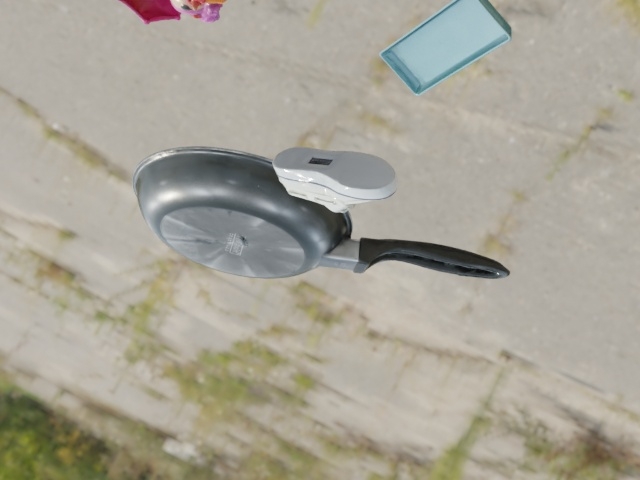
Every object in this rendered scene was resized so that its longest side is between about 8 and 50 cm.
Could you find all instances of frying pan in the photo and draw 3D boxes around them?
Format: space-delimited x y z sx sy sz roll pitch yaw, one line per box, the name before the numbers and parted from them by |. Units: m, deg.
frying pan | -0.018 0.007 1.132 0.326 0.053 0.197 27 151 -25

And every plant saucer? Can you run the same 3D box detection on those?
plant saucer | 0.132 -0.209 1.348 0.067 0.018 0.192 47 152 -9

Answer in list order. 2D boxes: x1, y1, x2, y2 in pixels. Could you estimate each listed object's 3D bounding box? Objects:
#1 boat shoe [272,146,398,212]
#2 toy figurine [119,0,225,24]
boat shoe | 0.012 -0.036 0.842 0.100 0.035 0.035 11 136 37
toy figurine | -0.111 -0.225 1.002 0.173 0.130 0.159 37 159 11
